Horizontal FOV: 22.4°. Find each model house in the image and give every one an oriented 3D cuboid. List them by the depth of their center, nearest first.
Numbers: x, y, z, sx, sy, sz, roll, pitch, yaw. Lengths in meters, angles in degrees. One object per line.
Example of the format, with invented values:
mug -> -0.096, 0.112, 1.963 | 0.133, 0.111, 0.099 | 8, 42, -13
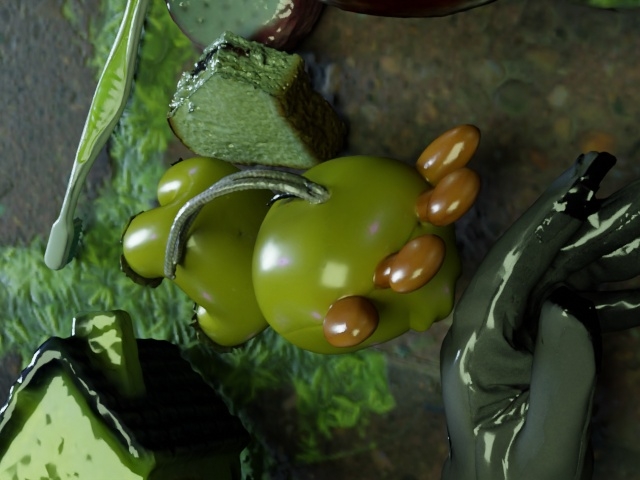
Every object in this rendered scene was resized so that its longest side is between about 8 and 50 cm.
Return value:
model house -> -0.093, 0.146, 0.950 | 0.170, 0.194, 0.211 | -5, 86, 16

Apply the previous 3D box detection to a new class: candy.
candy -> -0.046, -0.154, 0.936 | 0.103, 0.043, 0.103 | 7, 104, 29

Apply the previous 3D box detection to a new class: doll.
doll -> 0.000, 0.000, 0.870 | 0.135, 0.143, 0.221 | 47, 151, -24

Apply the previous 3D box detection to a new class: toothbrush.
toothbrush -> -0.131, -0.098, 1.007 | 0.022, 0.026, 0.263 | 27, 113, 16

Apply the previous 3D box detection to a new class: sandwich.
sandwich -> -0.048, -0.079, 0.930 | 0.105, 0.036, 0.093 | 3, 147, 34

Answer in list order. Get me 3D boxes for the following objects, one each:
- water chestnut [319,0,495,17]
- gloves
water chestnut -> 0.052, -0.229, 0.765 | 0.300, 0.300, 0.300 | 7, 104, 29
gloves -> 0.115, 0.087, 0.849 | 0.119, 0.142, 0.285 | 15, 109, -3
